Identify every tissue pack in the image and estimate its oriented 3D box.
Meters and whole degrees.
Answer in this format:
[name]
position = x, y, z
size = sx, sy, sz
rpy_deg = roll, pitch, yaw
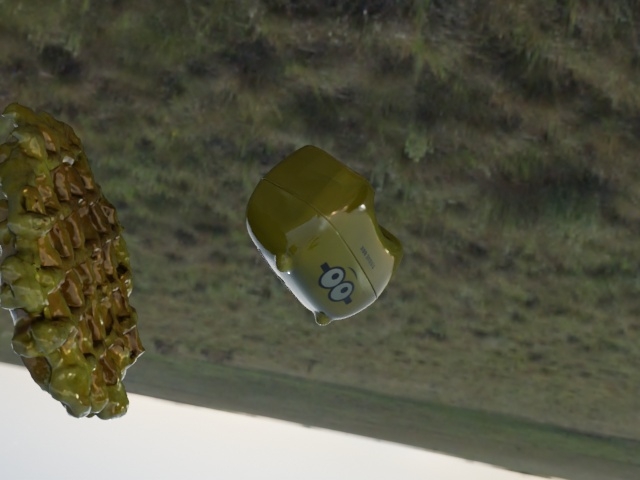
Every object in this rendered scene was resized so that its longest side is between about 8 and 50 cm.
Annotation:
[tissue pack]
position = 0.000, 0.000, 0.917
size = 0.123, 0.127, 0.178
rpy_deg = 35, 165, 38

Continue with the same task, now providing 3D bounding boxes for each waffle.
[waffle]
position = -0.246, 0.030, 0.865
size = 0.068, 0.325, 0.302
rpy_deg = -10, 145, 1
